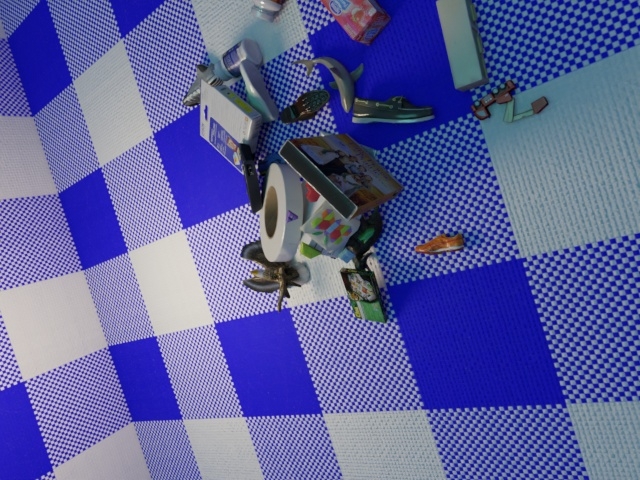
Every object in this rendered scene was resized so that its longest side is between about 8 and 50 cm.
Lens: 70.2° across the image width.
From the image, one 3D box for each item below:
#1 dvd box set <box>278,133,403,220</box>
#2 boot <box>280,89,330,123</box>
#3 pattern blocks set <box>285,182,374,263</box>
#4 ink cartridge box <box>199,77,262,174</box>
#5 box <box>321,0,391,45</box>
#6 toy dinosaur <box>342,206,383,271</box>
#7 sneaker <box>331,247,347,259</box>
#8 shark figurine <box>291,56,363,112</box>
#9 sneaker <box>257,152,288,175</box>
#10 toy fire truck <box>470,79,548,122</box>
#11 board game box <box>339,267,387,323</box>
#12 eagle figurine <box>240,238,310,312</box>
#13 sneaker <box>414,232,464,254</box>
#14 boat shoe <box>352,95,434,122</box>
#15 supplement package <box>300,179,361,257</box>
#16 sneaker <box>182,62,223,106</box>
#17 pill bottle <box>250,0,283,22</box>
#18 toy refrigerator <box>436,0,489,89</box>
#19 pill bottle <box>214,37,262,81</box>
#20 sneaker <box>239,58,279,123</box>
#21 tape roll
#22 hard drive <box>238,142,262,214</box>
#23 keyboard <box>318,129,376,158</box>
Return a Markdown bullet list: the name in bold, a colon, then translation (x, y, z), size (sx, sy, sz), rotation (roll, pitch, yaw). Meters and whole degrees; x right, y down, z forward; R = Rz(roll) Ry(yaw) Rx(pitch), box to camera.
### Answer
- **dvd box set**: translation (0.089, -0.228, 1.512), size (0.308, 0.420, 0.062), rotation (46, 121, 11)
- **boot**: translation (-0.044, -0.513, 1.740), size (0.219, 0.106, 0.082), rotation (-19, 95, 28)
- **pattern blocks set**: translation (0.034, -0.048, 1.554), size (0.286, 0.324, 0.026), rotation (-55, 31, 22)
- **ink cartridge box**: translation (-0.386, -0.482, 1.915), size (0.307, 0.072, 0.304), rotation (44, 145, 17)
- **box**: translation (0.104, -0.811, 1.560), size (0.122, 0.128, 0.257), rotation (-43, 78, 31)
- **toy dinosaur**: translation (0.162, -0.023, 1.709), size (0.121, 0.160, 0.314), rotation (42, 112, 59)
- **sneaker**: translation (0.000, 0.000, 1.821), size (0.223, 0.098, 0.083), rotation (30, 115, 23)
- **shark figurine**: translation (0.035, -0.618, 1.658), size (0.278, 0.116, 0.166), rotation (44, 118, 14)
- **sneaker**: translation (-0.180, -0.334, 1.879), size (0.209, 0.069, 0.082), rotation (-16, 88, 34)
- **toy fire truck**: translation (0.577, -0.413, 1.400), size (0.192, 0.047, 0.135), rotation (-32, 84, 34)
- **board game box**: translation (0.166, 0.211, 1.734), size (0.136, 0.030, 0.260), rotation (4, 132, 29)
- **eagle figurine**: translation (-0.218, 0.137, 1.965), size (0.226, 0.225, 0.298), rotation (-51, 31, -11)
- **sneaker**: translation (0.416, 0.013, 1.596), size (0.174, 0.064, 0.068), rotation (-11, 75, 28)
- **boat shoe**: translation (0.243, -0.451, 1.564), size (0.304, 0.109, 0.091), rotation (10, 111, 34)
- **supplement package**: translation (0.008, -0.099, 1.695), size (0.204, 0.145, 0.262), rotation (-63, 31, 26)
- **sneaker**: translation (-0.537, -0.702, 2.022), size (0.228, 0.086, 0.132), rotation (-27, 81, 23)
- **pill bottle**: translation (-0.190, -0.950, 1.718), size (0.121, 0.121, 0.216), rotation (33, 116, 22)
- **toy refrigerator**: translation (0.445, -0.612, 1.406), size (0.094, 0.102, 0.270), rotation (-12, 93, 33)
- **pill bottle**: translation (-0.341, -0.732, 1.866), size (0.186, 0.112, 0.112), rotation (-18, 91, 33)
- **sneaker**: translation (-0.289, -0.586, 1.842), size (0.150, 0.094, 0.256), rotation (-10, 118, 36)
- **tape roll**: translation (-0.162, -0.107, 1.784), size (0.392, 0.071, 0.393), rotation (-178, 90, -69)
- **hard drive**: translation (-0.286, -0.254, 1.862), size (0.172, 0.054, 0.255), rotation (-112, 14, -47)
- **keyboard**: translation (0.095, -0.349, 1.739), size (0.255, 0.014, 0.072), rotation (26, 118, 25)
